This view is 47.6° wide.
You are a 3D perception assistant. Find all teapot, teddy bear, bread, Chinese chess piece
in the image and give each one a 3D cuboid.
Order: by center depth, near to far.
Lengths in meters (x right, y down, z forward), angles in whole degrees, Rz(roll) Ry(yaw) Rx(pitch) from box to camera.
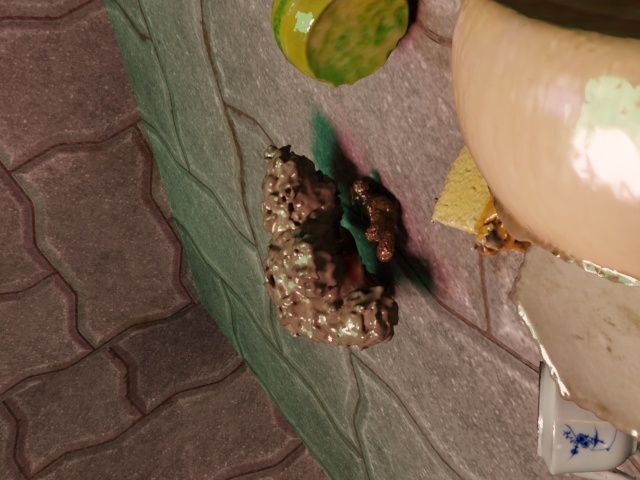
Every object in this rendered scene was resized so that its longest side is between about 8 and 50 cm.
[{"bbox_3d":[0.247,-0.106,0.422,0.338,0.338,0.141,40,149,48],"label":"Chinese chess piece"},{"bbox_3d":[0.344,0.210,0.898,0.159,0.159,0.232,31,133,56],"label":"teapot"},{"bbox_3d":[0.233,-0.058,0.932,0.147,0.127,0.152,24,103,64],"label":"bread"},{"bbox_3d":[0.100,-0.052,1.267,0.119,0.078,0.160,52,-169,-46],"label":"teddy bear"},{"bbox_3d":[0.000,0.000,1.303,0.357,0.224,0.368,-55,-46,-84],"label":"teddy bear"}]

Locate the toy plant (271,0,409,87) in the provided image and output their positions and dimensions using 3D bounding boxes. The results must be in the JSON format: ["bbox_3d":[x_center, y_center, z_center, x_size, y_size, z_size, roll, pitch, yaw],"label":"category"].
[{"bbox_3d":[-0.018,-0.381,1.011,0.316,0.184,0.224,62,-176,32],"label":"toy plant"}]

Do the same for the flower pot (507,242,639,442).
[{"bbox_3d":[0.317,0.046,0.658,0.209,0.189,0.239,51,157,32],"label":"flower pot"}]
